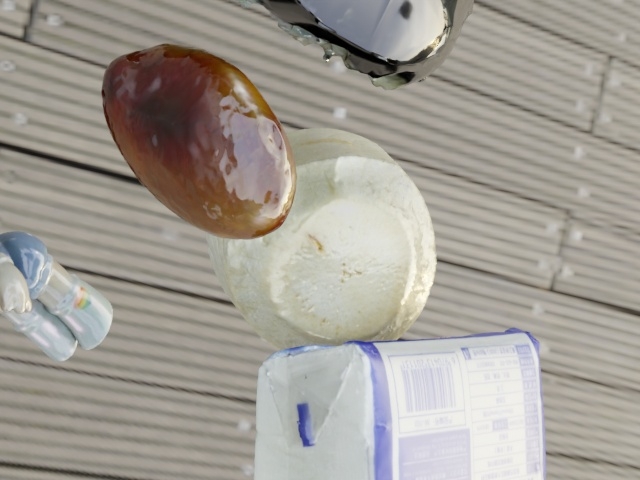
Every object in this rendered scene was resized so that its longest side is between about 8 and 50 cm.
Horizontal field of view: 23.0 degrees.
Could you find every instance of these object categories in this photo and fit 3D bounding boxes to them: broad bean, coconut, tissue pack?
[{"bbox_3d":[-0.075,-0.068,1.037,0.084,0.165,0.114,-25,130,-30],"label":"broad bean"},{"bbox_3d":[0.000,0.000,1.429,0.202,0.222,0.202,-3,103,-11],"label":"coconut"},{"bbox_3d":[0.067,0.177,1.266,0.270,0.137,0.209,-1,90,-53],"label":"tissue pack"}]

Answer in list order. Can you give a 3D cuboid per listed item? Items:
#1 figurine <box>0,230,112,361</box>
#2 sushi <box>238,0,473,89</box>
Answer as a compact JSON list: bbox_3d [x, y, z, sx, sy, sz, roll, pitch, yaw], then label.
[{"bbox_3d":[-0.380,0.000,1.524,0.382,0.225,0.205,49,38,-48],"label":"figurine"},{"bbox_3d":[0.004,-0.301,1.119,0.328,0.328,0.285,27,104,-33],"label":"sushi"}]
